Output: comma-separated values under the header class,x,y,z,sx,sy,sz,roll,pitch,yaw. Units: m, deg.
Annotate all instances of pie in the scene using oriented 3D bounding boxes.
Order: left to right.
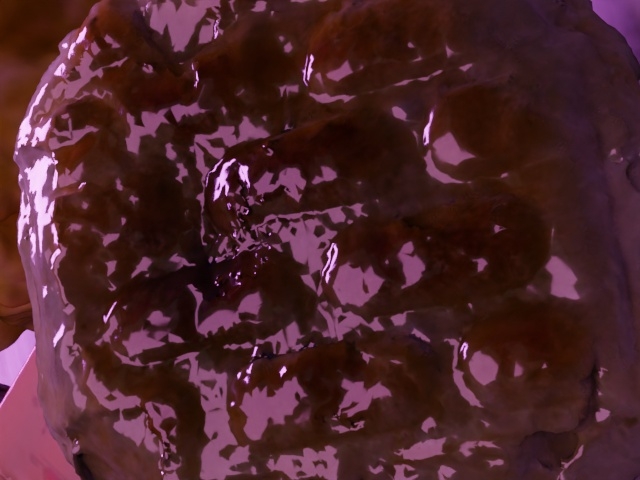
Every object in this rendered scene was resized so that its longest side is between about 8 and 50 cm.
class,x,y,z,sx,sy,sz,roll,pitch,yaw
pie,0.000,0.000,0.639,0.306,0.071,0.306,-5,77,22

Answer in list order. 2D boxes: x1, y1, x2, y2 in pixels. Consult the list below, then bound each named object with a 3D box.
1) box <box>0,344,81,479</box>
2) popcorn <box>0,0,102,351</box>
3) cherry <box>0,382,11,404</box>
class,x,y,z,sx,sy,sz,roll,pitch,yaw
box,-0.061,0.106,0.751,0.174,0.076,0.274,41,109,24
popcorn,-0.179,-0.060,0.906,0.256,0.195,0.255,-100,12,-65
cherry,-0.224,0.179,1.012,0.195,0.195,0.195,9,102,55
